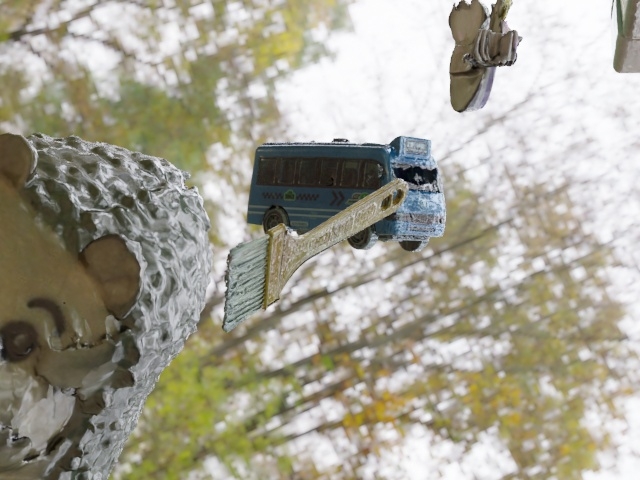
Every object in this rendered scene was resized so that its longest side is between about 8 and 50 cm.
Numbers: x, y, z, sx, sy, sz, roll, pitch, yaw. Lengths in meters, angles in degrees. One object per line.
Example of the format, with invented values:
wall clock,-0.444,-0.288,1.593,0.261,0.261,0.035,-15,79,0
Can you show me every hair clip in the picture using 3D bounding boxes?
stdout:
hair clip,0.147,-0.181,1.325,0.172,0.049,0.116,-161,-94,-81

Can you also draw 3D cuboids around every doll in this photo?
doll,-0.211,0.081,0.795,0.349,0.247,0.247,-42,-116,23

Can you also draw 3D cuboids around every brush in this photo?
brush,0.000,0.000,1.148,0.010,0.218,0.082,34,-45,32

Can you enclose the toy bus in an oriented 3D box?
toy bus,0.030,-0.058,1.661,0.246,0.113,0.134,4,-89,44

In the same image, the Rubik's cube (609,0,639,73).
Rubik's cube,0.532,-0.421,1.737,0.316,0.319,0.322,75,17,-65
